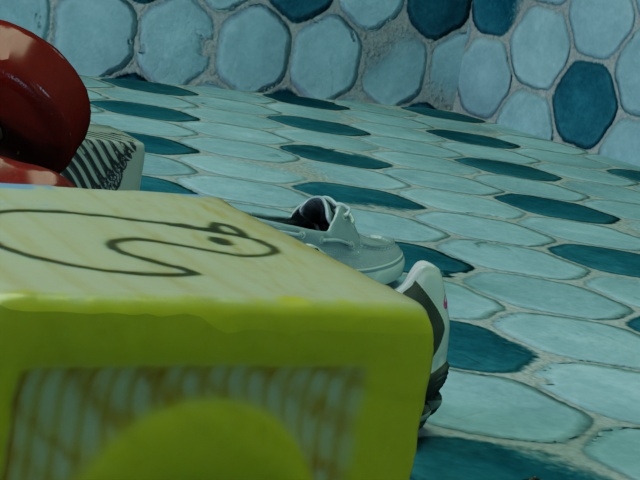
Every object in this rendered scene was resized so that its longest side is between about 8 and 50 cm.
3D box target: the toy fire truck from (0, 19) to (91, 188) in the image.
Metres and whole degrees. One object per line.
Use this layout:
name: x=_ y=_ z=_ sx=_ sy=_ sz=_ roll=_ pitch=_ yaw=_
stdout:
toy fire truck: x=-0.253 y=0.012 z=0.912 sx=0.302 sy=0.254 sz=0.169 roll=11 pitch=50 yaw=14

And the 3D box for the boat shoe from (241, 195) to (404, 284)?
boat shoe: x=-0.001 y=0.000 z=1.509 sx=0.227 sy=0.081 sz=0.079 roll=-2 pitch=15 yaw=-45

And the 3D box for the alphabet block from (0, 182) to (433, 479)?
alphabet block: x=-0.093 y=0.089 z=0.669 sx=0.192 sy=0.193 sz=0.197 roll=1 pitch=14 yaw=-30

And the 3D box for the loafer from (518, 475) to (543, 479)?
loafer: x=0.093 y=0.150 z=0.810 sx=0.220 sy=0.078 sz=0.080 roll=13 pitch=11 yaw=17

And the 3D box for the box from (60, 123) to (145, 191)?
box: x=-0.304 y=-0.054 z=1.458 sx=0.275 sy=0.113 sz=0.094 roll=1 pitch=15 yaw=-32

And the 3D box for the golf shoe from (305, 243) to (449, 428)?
golf shoe: x=-0.046 y=0.053 z=1.104 sx=0.272 sy=0.120 sz=0.105 roll=9 pitch=12 yaw=5
